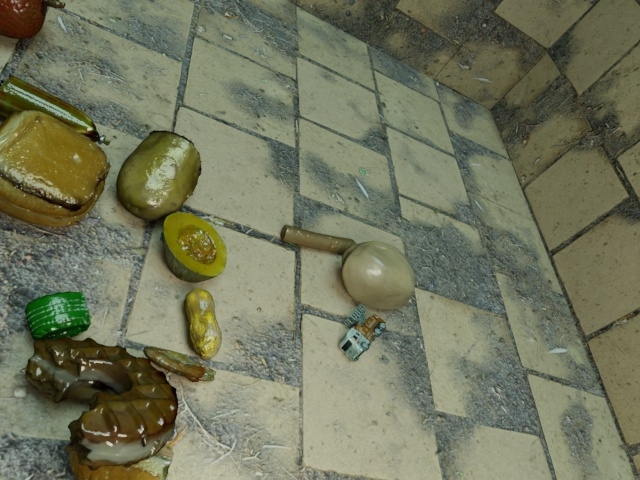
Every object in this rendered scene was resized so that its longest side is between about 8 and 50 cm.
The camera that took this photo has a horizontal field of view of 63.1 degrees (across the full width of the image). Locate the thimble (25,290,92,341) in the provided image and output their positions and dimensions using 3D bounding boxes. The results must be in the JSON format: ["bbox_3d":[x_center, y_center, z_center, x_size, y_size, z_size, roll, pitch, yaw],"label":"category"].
[{"bbox_3d":[-0.597,0.175,1.194,0.130,0.118,0.090,-18,69,-22],"label":"thimble"}]

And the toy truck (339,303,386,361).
[{"bbox_3d":[0.123,0.294,1.670,0.115,0.080,0.177,42,40,8],"label":"toy truck"}]

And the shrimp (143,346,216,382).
[{"bbox_3d":[-0.338,0.311,1.270,0.115,0.051,0.217,25,-10,48],"label":"shrimp"}]

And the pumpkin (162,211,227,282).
[{"bbox_3d":[-0.377,0.036,1.502,0.217,0.110,0.217,32,31,-22],"label":"pumpkin"}]

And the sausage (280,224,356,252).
[{"bbox_3d":[0.000,0.002,1.843,0.301,0.066,0.066,11,49,-28],"label":"sausage"}]

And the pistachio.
[{"bbox_3d":[0.207,0.125,1.799,0.332,0.208,0.226,28,85,-36],"label":"pistachio"}]

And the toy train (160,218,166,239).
[{"bbox_3d":[-0.451,-0.039,1.544,0.029,0.045,0.092,22,47,-24],"label":"toy train"}]

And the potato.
[{"bbox_3d":[-0.483,-0.173,1.539,0.229,0.229,0.266,32,57,-11],"label":"potato"}]

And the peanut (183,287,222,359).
[{"bbox_3d":[-0.314,0.221,1.394,0.087,0.087,0.207,6,50,-34],"label":"peanut"}]

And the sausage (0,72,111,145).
[{"bbox_3d":[-0.768,-0.358,1.516,0.317,0.125,0.117,24,44,-20],"label":"sausage"}]

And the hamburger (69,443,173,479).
[{"bbox_3d":[-0.418,0.470,1.053,0.207,0.135,0.155,28,84,-12],"label":"hamburger"}]

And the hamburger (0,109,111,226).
[{"bbox_3d":[-0.716,-0.181,1.364,0.284,0.174,0.304,29,42,-17],"label":"hamburger"}]

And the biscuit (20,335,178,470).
[{"bbox_3d":[-0.432,0.324,1.082,0.366,0.115,0.268,31,9,40],"label":"biscuit"}]

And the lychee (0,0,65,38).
[{"bbox_3d":[-0.960,-0.760,1.627,0.300,0.255,0.255,-13,59,-7],"label":"lychee"}]
